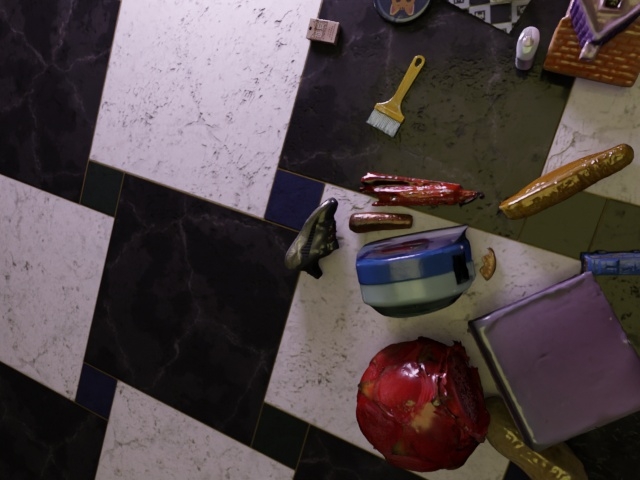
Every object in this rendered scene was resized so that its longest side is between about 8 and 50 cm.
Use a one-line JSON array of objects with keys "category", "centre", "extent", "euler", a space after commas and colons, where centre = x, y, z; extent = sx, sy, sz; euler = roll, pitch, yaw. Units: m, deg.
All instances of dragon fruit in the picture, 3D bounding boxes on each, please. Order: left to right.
[{"category": "dragon fruit", "centre": [0.228, 0.369, 1.141], "extent": [0.302, 0.296, 0.295], "euler": [-28, 82, 53]}]

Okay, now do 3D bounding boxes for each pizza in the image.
[{"category": "pizza", "centre": [0.401, 0.057, 1.198], "extent": [0.037, 0.016, 0.083], "euler": [7, 99, 19]}]

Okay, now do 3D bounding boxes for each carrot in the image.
[{"category": "carrot", "centre": [0.150, -0.047, 1.265], "extent": [0.162, 0.055, 0.055], "euler": [-2, 93, 18]}]

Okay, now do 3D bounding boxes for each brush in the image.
[{"category": "brush", "centre": [0.199, -0.366, 1.250], "extent": [0.083, 0.011, 0.205], "euler": [33, 103, 16]}]

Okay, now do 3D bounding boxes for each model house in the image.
[{"category": "model house", "centre": [0.590, -0.442, 0.989], "extent": [0.202, 0.237, 0.237], "euler": [20, 104, 11]}]

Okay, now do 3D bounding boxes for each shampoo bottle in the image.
[{"category": "shampoo bottle", "centre": [0.456, -0.425, 1.103], "extent": [0.043, 0.099, 0.072], "euler": [15, 98, 19]}]

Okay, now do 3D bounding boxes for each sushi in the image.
[{"category": "sushi", "centre": [0.392, -0.628, 1.133], "extent": [0.231, 0.047, 0.219], "euler": [34, 103, 11]}]

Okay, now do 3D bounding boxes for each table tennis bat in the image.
[{"category": "table tennis bat", "centre": [0.209, -0.648, 1.223], "extent": [0.150, 0.027, 0.236], "euler": [10, 99, 18]}]

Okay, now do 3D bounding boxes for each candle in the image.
[{"category": "candle", "centre": [0.242, -0.121, 1.223], "extent": [0.302, 0.059, 0.084], "euler": [4, 104, 20]}]

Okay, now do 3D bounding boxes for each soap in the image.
[{"category": "soap", "centre": [0.505, 0.253, 1.069], "extent": [0.285, 0.107, 0.296], "euler": [-22, 77, 1]}]

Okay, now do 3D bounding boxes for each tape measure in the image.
[{"category": "tape measure", "centre": [0.216, 0.072, 1.148], "extent": [0.259, 0.262, 0.138], "euler": [-12, 99, 21]}]

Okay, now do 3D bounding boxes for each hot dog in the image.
[{"category": "hot dog", "centre": [0.540, -0.124, 1.106], "extent": [0.289, 0.083, 0.068], "euler": [-27, 103, 20]}]

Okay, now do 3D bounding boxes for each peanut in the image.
[{"category": "peanut", "centre": [0.476, 0.460, 1.140], "extent": [0.274, 0.125, 0.111], "euler": [41, 127, 20]}]

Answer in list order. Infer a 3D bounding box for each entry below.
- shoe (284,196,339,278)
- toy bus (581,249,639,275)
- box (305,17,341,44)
[{"category": "shoe", "centre": [0.000, 0.000, 1.305], "extent": [0.112, 0.099, 0.227], "euler": [37, 108, 7]}, {"category": "toy bus", "centre": [0.652, 0.049, 1.081], "extent": [0.153, 0.061, 0.051], "euler": [-2, 98, 19]}, {"category": "box", "centre": [0.007, -0.543, 1.302], "extent": [0.083, 0.024, 0.053], "euler": [17, 99, 17]}]
